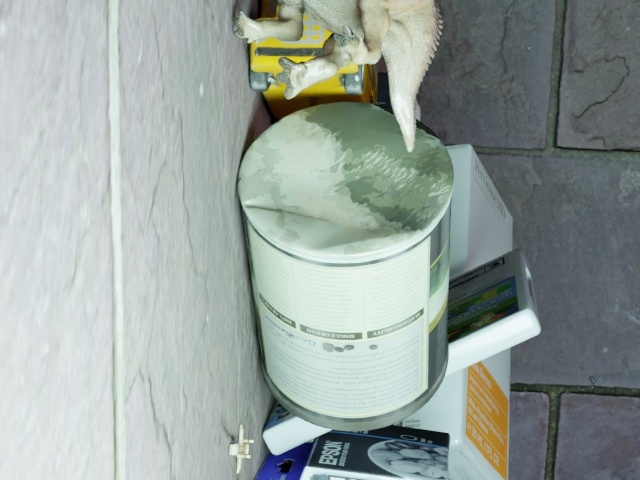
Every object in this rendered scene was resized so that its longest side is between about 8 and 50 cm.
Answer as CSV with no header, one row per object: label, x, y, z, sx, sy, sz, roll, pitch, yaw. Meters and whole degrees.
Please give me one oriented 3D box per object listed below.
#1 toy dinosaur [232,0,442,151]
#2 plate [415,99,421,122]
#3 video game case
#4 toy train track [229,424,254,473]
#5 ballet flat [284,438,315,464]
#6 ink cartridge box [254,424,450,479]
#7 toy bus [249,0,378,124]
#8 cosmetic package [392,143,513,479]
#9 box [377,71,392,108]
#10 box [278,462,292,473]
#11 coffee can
toy dinosaur,0.033,-0.229,1.200,0.200,0.295,0.127,-30,163,-37
plate,0.138,-0.106,2.237,0.277,0.045,0.278,65,28,-79
video game case,0.101,0.124,1.612,0.036,0.329,0.300,62,11,-8
toy train track,-0.076,0.203,1.324,0.083,0.014,0.048,54,39,-80
ballet flat,-0.013,0.274,1.689,0.077,0.077,0.231,48,49,-60
ink cartridge box,0.038,0.243,1.504,0.206,0.208,0.045,-53,148,-81
toy bus,0.001,-0.187,1.420,0.332,0.108,0.130,60,33,-79
cosmetic package,0.165,0.119,1.923,0.230,0.162,0.453,49,39,-53
box,0.069,-0.164,2.177,0.158,0.093,0.156,-79,171,-49
box,-0.001,0.355,1.487,0.270,0.143,0.165,-20,114,-83
coffee can,0.029,0.030,1.351,0.275,0.202,0.201,86,9,-49
